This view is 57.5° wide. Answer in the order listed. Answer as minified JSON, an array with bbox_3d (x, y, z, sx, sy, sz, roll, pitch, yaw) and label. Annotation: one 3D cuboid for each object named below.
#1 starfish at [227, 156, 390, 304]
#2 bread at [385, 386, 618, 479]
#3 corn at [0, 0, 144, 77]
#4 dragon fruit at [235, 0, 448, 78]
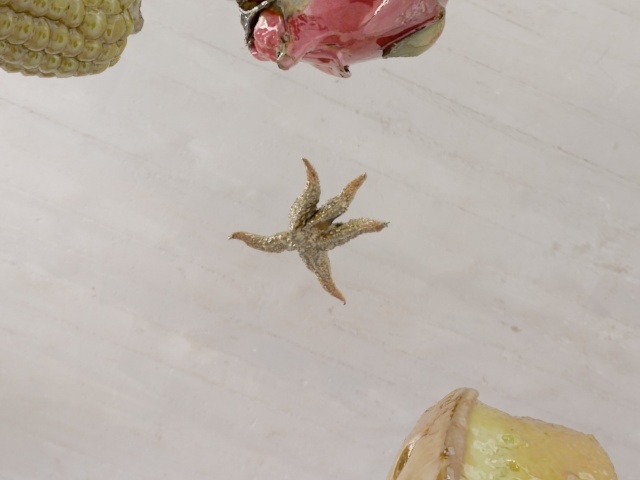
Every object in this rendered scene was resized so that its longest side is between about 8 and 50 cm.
[{"bbox_3d":[0.008,-0.016,1.177,0.301,0.084,0.293,35,124,-11],"label":"starfish"},{"bbox_3d":[0.113,0.190,0.378,0.143,0.140,0.229,13,130,16],"label":"bread"},{"bbox_3d":[-0.224,-0.164,0.299,0.119,0.321,0.119,-2,86,34],"label":"corn"},{"bbox_3d":[0.007,-0.341,0.712,0.305,0.225,0.306,20,126,30],"label":"dragon fruit"}]
